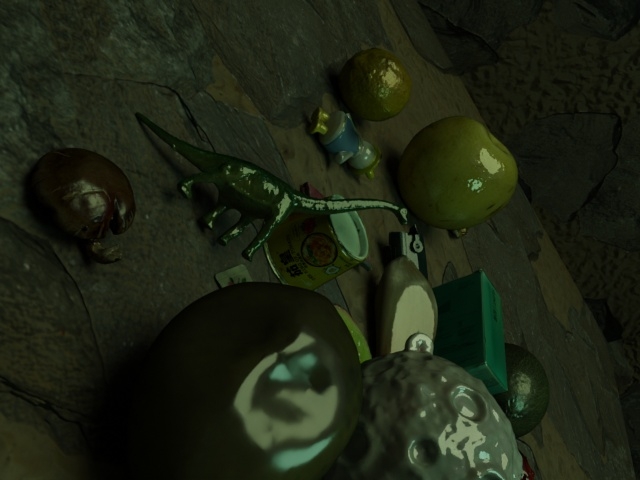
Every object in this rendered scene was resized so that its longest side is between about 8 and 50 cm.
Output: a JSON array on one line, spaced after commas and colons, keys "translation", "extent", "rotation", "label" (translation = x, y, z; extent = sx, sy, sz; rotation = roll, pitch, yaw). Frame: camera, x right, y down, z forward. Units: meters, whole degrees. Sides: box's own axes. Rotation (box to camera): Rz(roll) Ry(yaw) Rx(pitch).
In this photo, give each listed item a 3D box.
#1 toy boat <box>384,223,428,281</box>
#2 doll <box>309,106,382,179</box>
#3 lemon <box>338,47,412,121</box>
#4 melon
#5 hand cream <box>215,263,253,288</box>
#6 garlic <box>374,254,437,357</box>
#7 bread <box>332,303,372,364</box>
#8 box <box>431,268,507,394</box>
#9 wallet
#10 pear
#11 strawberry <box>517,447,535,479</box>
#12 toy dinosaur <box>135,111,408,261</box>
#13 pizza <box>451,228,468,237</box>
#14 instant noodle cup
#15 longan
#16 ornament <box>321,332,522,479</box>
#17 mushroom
[{"translation": [0.219, 0.089, 1.571], "extent": [0.093, 0.103, 0.246], "rotation": [4, 76, -33], "label": "toy boat"}, {"translation": [0.072, -0.240, 1.558], "extent": [0.241, 0.099, 0.135], "rotation": [40, 15, -41], "label": "doll"}, {"translation": [0.152, -0.432, 1.741], "extent": [0.231, 0.192, 0.192], "rotation": [33, 42, -44], "label": "lemon"}, {"translation": [0.458, 0.379, 1.589], "extent": [0.302, 0.238, 0.237], "rotation": [-8, 75, -65], "label": "melon"}, {"translation": [-0.098, 0.149, 1.037], "extent": [0.080, 0.050, 0.234], "rotation": [-21, 81, -58], "label": "hand cream"}, {"translation": [0.185, 0.190, 1.405], "extent": [0.143, 0.112, 0.318], "rotation": [24, 51, -20], "label": "garlic"}, {"translation": [0.042, 0.224, 1.219], "extent": [0.228, 0.034, 0.228], "rotation": [41, 35, -38], "label": "bread"}, {"translation": [0.335, 0.239, 1.521], "extent": [0.118, 0.205, 0.311], "rotation": [51, 31, -28], "label": "box"}, {"translation": [0.038, -0.030, 1.403], "extent": [0.232, 0.025, 0.119], "rotation": [40, 27, -40], "label": "wallet"}, {"translation": [0.401, -0.197, 1.848], "extent": [0.348, 0.348, 0.348], "rotation": [39, 38, -40], "label": "pear"}, {"translation": [0.343, 0.518, 1.307], "extent": [0.274, 0.220, 0.274], "rotation": [40, 34, -35], "label": "strawberry"}, {"translation": [-0.072, -0.113, 1.058], "extent": [0.301, 0.087, 0.447], "rotation": [-44, 99, -19], "label": "toy dinosaur"}, {"translation": [0.465, -0.071, 2.125], "extent": [0.182, 0.063, 0.161], "rotation": [45, 36, -36], "label": "pizza"}, {"translation": [0.000, 0.000, 1.203], "extent": [0.182, 0.144, 0.182], "rotation": [39, 38, -39], "label": "instant noodle cup"}, {"translation": [-0.094, 0.200, 0.780], "extent": [0.288, 0.288, 0.350], "rotation": [58, 40, -13], "label": "longan"}, {"translation": [0.135, 0.349, 0.987], "extent": [0.337, 0.337, 0.337], "rotation": [39, 38, -40], "label": "ornament"}, {"translation": [-0.298, -0.048, 0.810], "extent": [0.135, 0.080, 0.170], "rotation": [-19, 82, -51], "label": "mushroom"}]
